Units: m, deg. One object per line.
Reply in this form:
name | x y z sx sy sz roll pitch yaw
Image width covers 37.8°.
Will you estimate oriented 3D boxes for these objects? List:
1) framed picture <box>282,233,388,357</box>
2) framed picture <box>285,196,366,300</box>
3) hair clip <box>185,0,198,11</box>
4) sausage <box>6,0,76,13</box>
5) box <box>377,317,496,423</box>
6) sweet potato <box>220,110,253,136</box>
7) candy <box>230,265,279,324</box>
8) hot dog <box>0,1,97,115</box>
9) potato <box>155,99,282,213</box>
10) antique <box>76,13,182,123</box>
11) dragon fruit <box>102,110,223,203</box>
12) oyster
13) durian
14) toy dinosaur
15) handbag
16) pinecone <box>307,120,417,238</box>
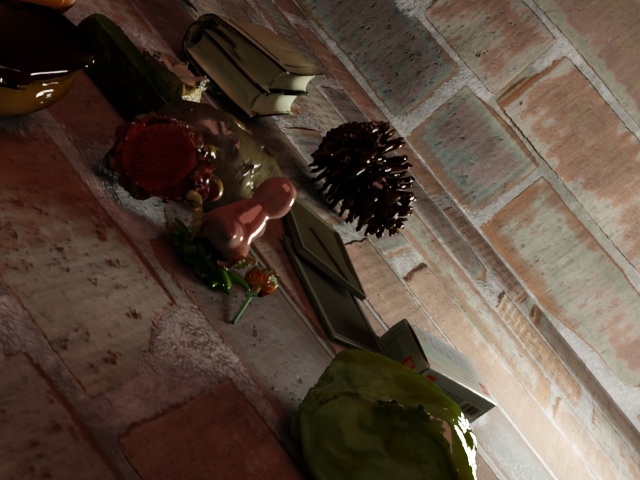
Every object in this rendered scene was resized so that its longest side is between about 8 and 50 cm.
framed picture | 0.026 0.111 1.778 0.197 0.014 0.252 29 27 -49
framed picture | -0.001 0.001 1.899 0.192 0.018 0.265 39 16 -29
hair clip | -0.338 -0.624 2.391 0.054 0.022 0.137 39 20 -35
sausage | -0.487 -0.442 1.475 0.258 0.133 0.133 25 30 -56
box | 0.233 0.262 1.866 0.269 0.079 0.135 33 23 -43
sweet potato | -0.181 -0.227 1.908 0.182 0.054 0.053 22 42 -61
candy | -0.110 0.088 1.465 0.056 0.049 0.184 21 24 5
hot dog | -0.437 -0.231 1.206 0.194 0.107 0.326 46 25 19
potato | -0.176 -0.136 1.568 0.262 0.165 0.165 45 18 -28
antique | -0.337 -0.286 1.601 0.221 0.080 0.081 50 16 4
dragon fruit | -0.221 -0.112 1.406 0.150 0.133 0.208 33 4 43
oyster | -0.283 -0.315 1.828 0.209 0.072 0.133 38 14 34
durian | 0.096 0.272 1.310 0.256 0.204 0.339 38 17 0
toy dinosaur | -0.114 -0.013 1.417 0.152 0.177 0.194 53 19 12
handbag | -0.158 -0.409 2.172 0.236 0.160 0.358 45 16 4
pinecone | 0.111 -0.140 2.155 0.292 0.246 0.246 59 17 -5
